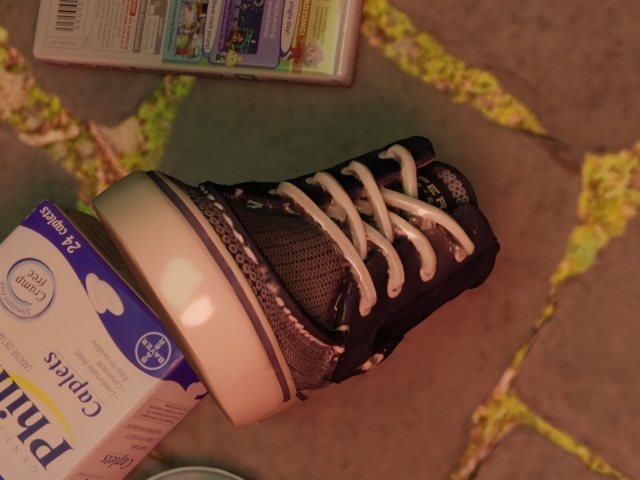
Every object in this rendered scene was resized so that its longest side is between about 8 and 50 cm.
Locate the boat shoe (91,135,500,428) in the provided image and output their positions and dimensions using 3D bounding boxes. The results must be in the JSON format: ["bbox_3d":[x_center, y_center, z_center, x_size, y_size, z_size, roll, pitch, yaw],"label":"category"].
[{"bbox_3d":[0.000,0.000,0.930,0.158,0.340,0.127,-33,85,-1],"label":"boat shoe"}]

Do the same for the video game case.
[{"bbox_3d":[-0.061,-0.199,1.135,0.193,0.023,0.212,6,82,17],"label":"video game case"}]

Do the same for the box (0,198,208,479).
[{"bbox_3d":[-0.146,0.071,1.092,0.137,0.072,0.126,-46,71,6],"label":"box"}]

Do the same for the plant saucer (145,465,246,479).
[{"bbox_3d":[-0.066,0.184,1.076,0.119,0.021,0.119,-3,81,17],"label":"plant saucer"}]
